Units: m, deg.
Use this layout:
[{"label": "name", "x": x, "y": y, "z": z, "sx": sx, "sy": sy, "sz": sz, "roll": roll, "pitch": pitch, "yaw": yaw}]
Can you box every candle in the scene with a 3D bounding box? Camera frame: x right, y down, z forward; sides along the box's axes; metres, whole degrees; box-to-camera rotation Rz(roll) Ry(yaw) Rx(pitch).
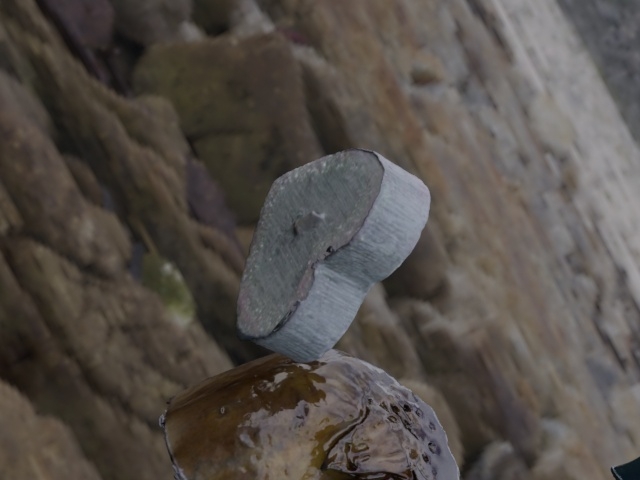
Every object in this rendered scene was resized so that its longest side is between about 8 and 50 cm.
[{"label": "candle", "x": 0.000, "y": 0.000, "z": 1.317, "sx": 0.068, "sy": 0.192, "sz": 0.168, "roll": 32, "pitch": 16, "yaw": -30}]

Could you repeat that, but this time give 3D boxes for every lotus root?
[{"label": "lotus root", "x": 0.005, "y": 0.201, "z": 1.403, "sx": 0.272, "sy": 0.192, "sz": 0.272, "roll": 48, "pitch": 20, "yaw": -24}]

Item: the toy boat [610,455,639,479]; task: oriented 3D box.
[{"label": "toy boat", "x": 0.336, "y": 0.232, "z": 1.211, "sx": 0.246, "sy": 0.103, "sz": 0.093, "roll": 27, "pitch": 17, "yaw": 11}]
